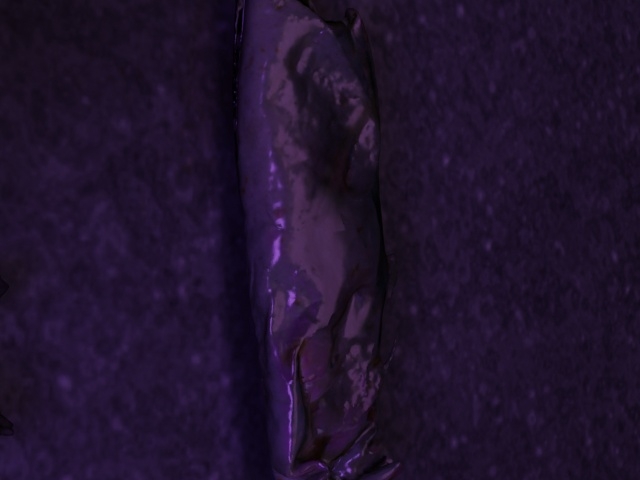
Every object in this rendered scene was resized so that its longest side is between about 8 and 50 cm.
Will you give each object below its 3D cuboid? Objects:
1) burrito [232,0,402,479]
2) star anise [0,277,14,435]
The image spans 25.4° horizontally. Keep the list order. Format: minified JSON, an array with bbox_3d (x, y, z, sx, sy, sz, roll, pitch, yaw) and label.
[{"bbox_3d":[-0.004,0.000,0.814,0.096,0.066,0.309,-7,93,-43],"label":"burrito"},{"bbox_3d":[-0.213,0.054,0.599,0.195,0.065,0.182,-46,121,-30],"label":"star anise"}]
